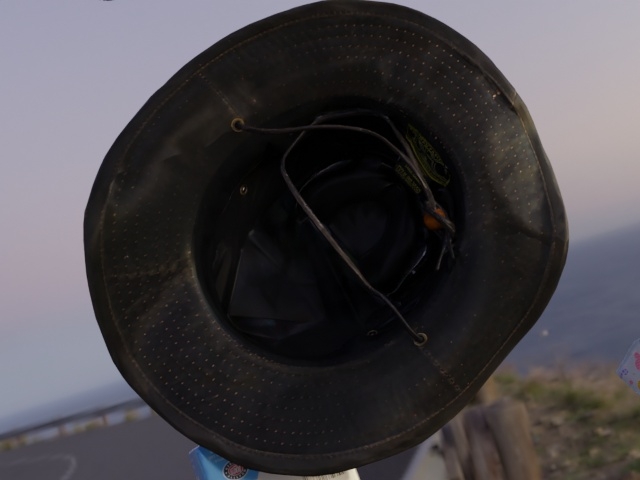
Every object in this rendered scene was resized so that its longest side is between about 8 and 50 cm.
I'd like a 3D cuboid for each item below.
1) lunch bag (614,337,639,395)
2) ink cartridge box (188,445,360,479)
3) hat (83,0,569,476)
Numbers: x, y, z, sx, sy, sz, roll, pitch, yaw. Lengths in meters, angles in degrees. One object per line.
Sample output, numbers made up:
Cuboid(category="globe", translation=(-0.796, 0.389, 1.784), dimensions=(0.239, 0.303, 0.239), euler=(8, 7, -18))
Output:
Cuboid(category="lunch bag", translation=(0.282, 0.096, 0.902), dimensions=(0.083, 0.071, 0.053), euler=(-45, -30, 2))
Cuboid(category="ink cartridge box", translation=(-0.015, 0.215, 0.817), dimensions=(0.104, 0.180, 0.060), euler=(-17, -10, -16))
Cuboid(category="hat", translation=(0.000, 0.000, 0.832), dimensions=(0.331, 0.331, 0.134), euler=(-17, -8, -6))
